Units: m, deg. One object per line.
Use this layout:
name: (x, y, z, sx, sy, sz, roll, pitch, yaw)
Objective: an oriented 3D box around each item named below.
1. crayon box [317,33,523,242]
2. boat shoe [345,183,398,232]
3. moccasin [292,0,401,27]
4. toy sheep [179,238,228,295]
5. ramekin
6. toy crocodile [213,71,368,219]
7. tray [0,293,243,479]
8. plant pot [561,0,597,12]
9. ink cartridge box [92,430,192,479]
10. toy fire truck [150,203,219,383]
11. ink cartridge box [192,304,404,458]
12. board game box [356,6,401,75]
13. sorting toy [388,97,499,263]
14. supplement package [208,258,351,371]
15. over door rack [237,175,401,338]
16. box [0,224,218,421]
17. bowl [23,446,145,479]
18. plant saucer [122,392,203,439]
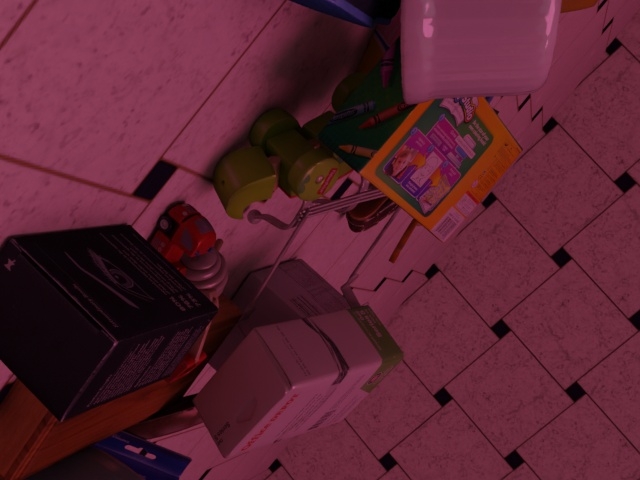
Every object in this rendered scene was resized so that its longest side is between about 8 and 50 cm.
crayon box: (0.133, -0.118, 1.097, 0.165, 0.081, 0.278, -50, 147, 5)
boat shoe: (0.131, -0.093, 1.757, 0.207, 0.073, 0.073, -35, 153, -17)
moccasin: (0.018, -0.278, 0.851, 0.342, 0.137, 0.117, -61, 172, -72)
toy sheep: (-0.164, 0.041, 1.185, 0.091, 0.091, 0.132, -39, 149, -35)
ramekin: (0.151, -0.264, 0.835, 0.277, 0.135, 0.277, 3, 90, -81)
toy crocodile: (0.019, -0.124, 1.151, 0.340, 0.115, 0.105, -28, 147, -26)
tray: (-0.275, 0.189, 1.251, 0.203, 0.076, 0.411, -54, 165, 17)
plant pot: (0.234, -0.389, 1.047, 0.187, 0.212, 0.212, -28, 158, -27)
ink cartridge box: (-0.358, 0.447, 1.457, 0.333, 0.165, 0.065, -55, -161, 27)
toy fire truck: (-0.172, 0.066, 1.104, 0.192, 0.135, 0.047, -55, 165, 22)
ink cartridge box: (-0.032, 0.217, 1.398, 0.273, 0.115, 0.198, -5, 142, -49)
board game box: (0.165, -0.258, 1.301, 0.242, 0.064, 0.316, -17, 149, -33)
sorting toy: (0.217, -0.104, 1.433, 0.348, 0.047, 0.196, -58, 175, -5)
supplement package: (-0.078, 0.160, 1.616, 0.194, 0.149, 0.203, -54, 166, 18)
over door rack: (0.000, 0.000, 1.362, 0.239, 0.108, 0.324, -16, 141, -36)
box: (-0.230, 0.075, 0.921, 0.108, 0.153, 0.207, -53, 165, 17)
bowl: (-0.317, 0.409, 1.257, 0.163, 0.311, 0.311, -51, 169, -28)
plant saucer: (-0.243, 0.290, 1.471, 0.198, 0.036, 0.198, -17, 179, 0)
